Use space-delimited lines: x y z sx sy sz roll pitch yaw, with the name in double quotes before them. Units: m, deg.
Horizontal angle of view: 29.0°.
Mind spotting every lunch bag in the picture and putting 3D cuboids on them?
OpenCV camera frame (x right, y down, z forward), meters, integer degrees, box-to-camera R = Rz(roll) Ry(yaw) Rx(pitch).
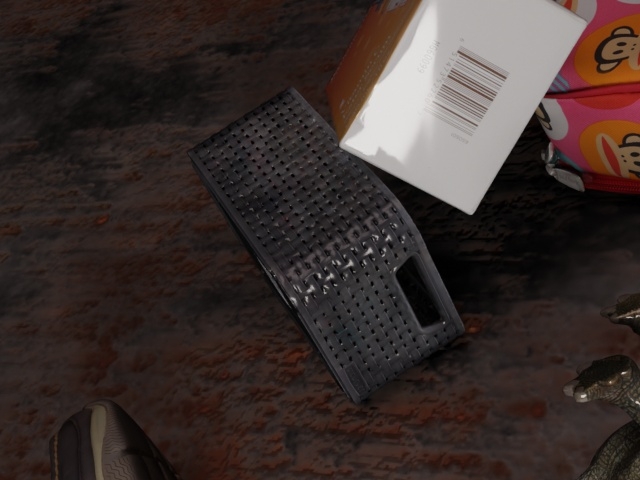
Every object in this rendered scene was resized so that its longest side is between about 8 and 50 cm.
"lunch bag" 0.251 -0.161 0.797 0.258 0.120 0.293 3 51 36

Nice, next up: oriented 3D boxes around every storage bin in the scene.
"storage bin" 0.000 0.000 0.778 0.084 0.122 0.180 -32 41 -4

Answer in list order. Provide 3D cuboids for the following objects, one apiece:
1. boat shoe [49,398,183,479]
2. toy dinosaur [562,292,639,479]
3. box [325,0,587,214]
"boat shoe" -0.109 0.225 0.608 0.130 0.132 0.355 -26 40 3
"toy dinosaur" 0.204 0.100 0.538 0.314 0.160 0.121 -18 13 17
"box" 0.075 -0.111 0.766 0.130 0.091 0.170 -61 11 14
